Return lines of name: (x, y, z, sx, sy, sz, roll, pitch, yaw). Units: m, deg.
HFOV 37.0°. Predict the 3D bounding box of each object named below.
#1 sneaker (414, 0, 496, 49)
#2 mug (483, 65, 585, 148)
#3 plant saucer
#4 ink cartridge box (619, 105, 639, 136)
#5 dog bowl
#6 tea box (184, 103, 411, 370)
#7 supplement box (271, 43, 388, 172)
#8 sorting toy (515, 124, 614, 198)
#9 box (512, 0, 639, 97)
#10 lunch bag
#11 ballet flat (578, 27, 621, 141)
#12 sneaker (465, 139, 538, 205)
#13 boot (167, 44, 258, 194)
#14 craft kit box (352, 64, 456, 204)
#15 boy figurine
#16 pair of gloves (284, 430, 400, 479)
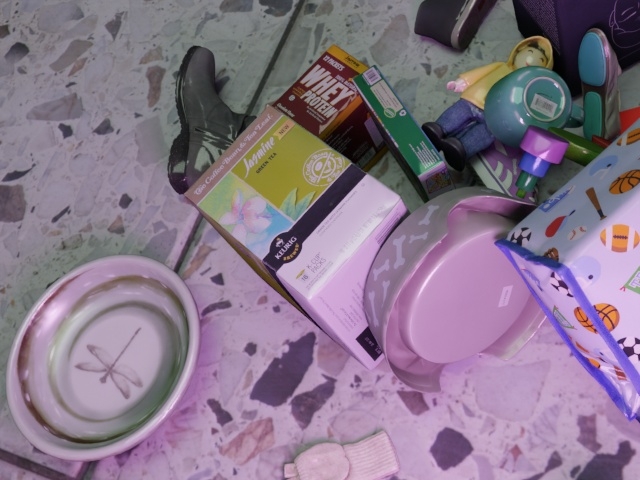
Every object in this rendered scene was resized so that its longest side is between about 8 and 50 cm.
sneaker: (0.279, -0.494, 1.915, 0.118, 0.083, 0.222, 25, 76, 30)
mug: (0.361, -0.228, 1.585, 0.158, 0.097, 0.129, -23, 91, -14)
plant saucer: (-0.390, 0.222, 1.785, 0.400, 0.100, 0.400, -9, 62, 17)
ink cartridge box: (0.652, -0.145, 1.598, 0.261, 0.066, 0.296, -13, 60, 14)
dog bowl: (0.221, 0.071, 1.499, 0.349, 0.349, 0.102, -41, 45, -3)
tea box: (0.000, 0.000, 1.615, 0.323, 0.329, 0.220, 37, 81, 32)
supplement box: (0.031, -0.222, 1.800, 0.191, 0.194, 0.129, -46, 57, -7)
sorting toy: (0.411, -0.101, 1.533, 0.127, 0.365, 0.126, 36, 113, 35)
box: (0.492, -0.491, 1.644, 0.293, 0.395, 0.212, -28, 56, 2)
lunch bag: (0.501, 0.056, 1.400, 0.328, 0.385, 0.239, -41, 20, -2)
ballet flat: (0.488, -0.270, 1.655, 0.068, 0.213, 0.072, -23, 31, -25)
sneaker: (0.360, -0.118, 1.678, 0.161, 0.102, 0.282, -26, 57, 3)
boot: (-0.180, -0.248, 1.959, 0.223, 0.118, 0.338, -3, 74, 16)
craft kit box: (0.165, -0.149, 1.681, 0.061, 0.246, 0.250, -33, 56, 6)
boy figurine: (0.314, -0.244, 1.674, 0.285, 0.092, 0.177, -41, 68, -11)
pair of gloves: (0.037, 0.436, 1.542, 0.204, 0.042, 0.240, -16, 58, 13)
